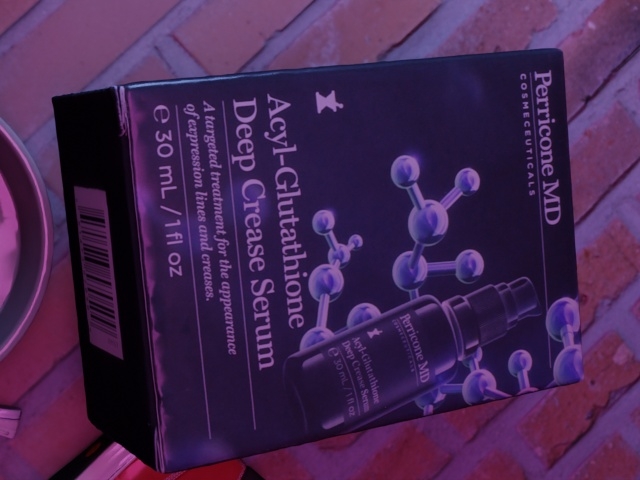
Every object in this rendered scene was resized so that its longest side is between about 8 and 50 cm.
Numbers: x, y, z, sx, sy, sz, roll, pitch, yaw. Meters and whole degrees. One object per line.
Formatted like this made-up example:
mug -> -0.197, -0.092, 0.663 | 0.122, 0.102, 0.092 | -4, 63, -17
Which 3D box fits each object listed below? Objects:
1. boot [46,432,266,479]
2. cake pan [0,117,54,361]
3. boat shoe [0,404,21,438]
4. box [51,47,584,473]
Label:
boot -> -0.170, 0.269, 1.170 | 0.244, 0.088, 0.176 | -40, 103, -12
cake pan -> -0.380, -0.001, 1.089 | 0.293, 0.054, 0.293 | 1, 87, -22
boat shoe -> -0.324, 0.163, 1.150 | 0.100, 0.035, 0.035 | 11, 89, -21
box -> 0.000, 0.000, 1.086 | 0.395, 0.212, 0.294 | -9, 98, -25
